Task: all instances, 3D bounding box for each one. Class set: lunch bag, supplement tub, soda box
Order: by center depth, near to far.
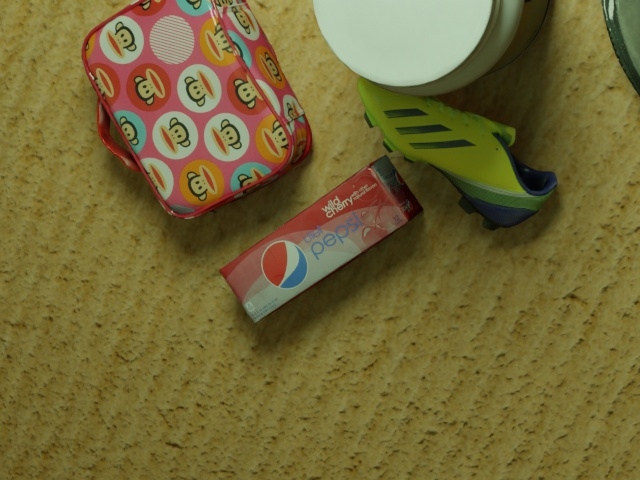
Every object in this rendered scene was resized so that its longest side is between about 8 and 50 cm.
[{"bbox_3d":[0.131,-0.284,1.475,0.228,0.316,0.228,4,103,17],"label":"supplement tub"},{"bbox_3d":[-0.176,-0.180,1.707,0.258,0.120,0.293,-26,93,22],"label":"lunch bag"},{"bbox_3d":[0.000,0.000,1.708,0.263,0.083,0.092,-35,89,22],"label":"soda box"}]

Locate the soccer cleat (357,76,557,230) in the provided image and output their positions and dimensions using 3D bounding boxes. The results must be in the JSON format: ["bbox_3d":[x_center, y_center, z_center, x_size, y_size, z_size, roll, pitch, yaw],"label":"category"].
[{"bbox_3d":[0.167,-0.126,1.574,0.289,0.093,0.121,37,125,-23],"label":"soccer cleat"}]

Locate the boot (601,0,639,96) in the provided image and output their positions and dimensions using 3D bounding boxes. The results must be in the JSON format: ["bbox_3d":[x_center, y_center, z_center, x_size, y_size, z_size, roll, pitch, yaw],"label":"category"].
[{"bbox_3d":[0.403,-0.294,1.512,0.161,0.083,0.247,-19,97,16],"label":"boot"}]
